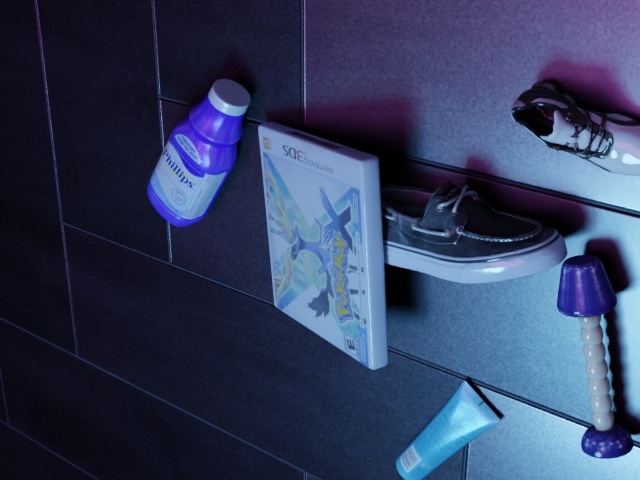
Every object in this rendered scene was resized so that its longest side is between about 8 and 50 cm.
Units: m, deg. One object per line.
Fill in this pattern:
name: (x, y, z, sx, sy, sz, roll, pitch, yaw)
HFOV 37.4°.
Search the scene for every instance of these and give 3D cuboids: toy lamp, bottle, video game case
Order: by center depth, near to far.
toy lamp: (0.364, 0.154, 1.263, 0.080, 0.080, 0.274, 1, 108, 40)
video game case: (0.000, 0.000, 1.473, 0.300, 0.036, 0.328, 27, 127, 53)
bottle: (-0.202, -0.149, 1.605, 0.118, 0.092, 0.283, 49, 133, 15)

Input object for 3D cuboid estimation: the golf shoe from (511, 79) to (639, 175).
golf shoe: (0.323, -0.126, 1.164, 0.198, 0.094, 0.077, 29, 124, 26)

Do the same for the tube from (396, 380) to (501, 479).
tube: (0.196, 0.311, 1.501, 0.080, 0.052, 0.207, 45, 127, 10)

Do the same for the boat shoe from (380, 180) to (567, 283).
boat shoe: (0.177, -0.021, 1.314, 0.335, 0.121, 0.119, 5, 116, 42)
